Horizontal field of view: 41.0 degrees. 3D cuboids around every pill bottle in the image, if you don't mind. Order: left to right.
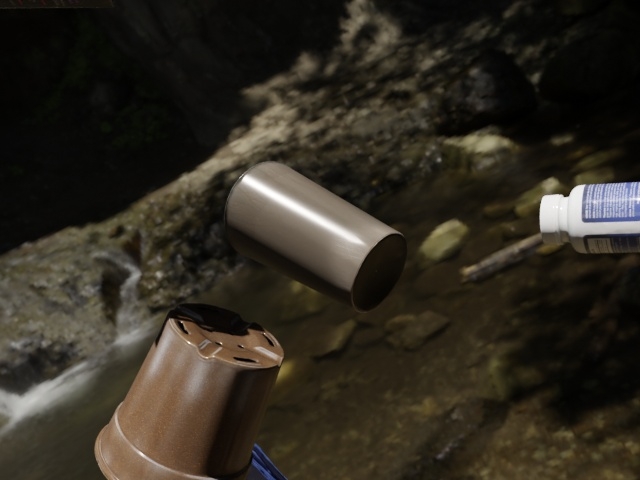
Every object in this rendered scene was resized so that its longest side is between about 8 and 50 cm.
[{"bbox_3d":[0.274,-0.021,0.813,0.120,0.067,0.067,-1,21,26],"label":"pill bottle"}]

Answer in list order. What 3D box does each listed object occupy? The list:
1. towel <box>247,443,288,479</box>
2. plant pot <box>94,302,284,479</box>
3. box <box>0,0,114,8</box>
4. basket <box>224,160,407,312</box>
[{"bbox_3d":[-0.198,0.454,1.453,0.336,0.243,0.040,-23,34,20],"label":"towel"},{"bbox_3d":[-0.124,0.164,0.876,0.167,0.167,0.165,-72,6,-76],"label":"plant pot"},{"bbox_3d":[-0.432,-0.417,1.177,0.270,0.143,0.165,-1,-9,-5],"label":"box"},{"bbox_3d":[0.000,0.000,1.260,0.227,0.204,0.154,28,83,32],"label":"basket"}]
